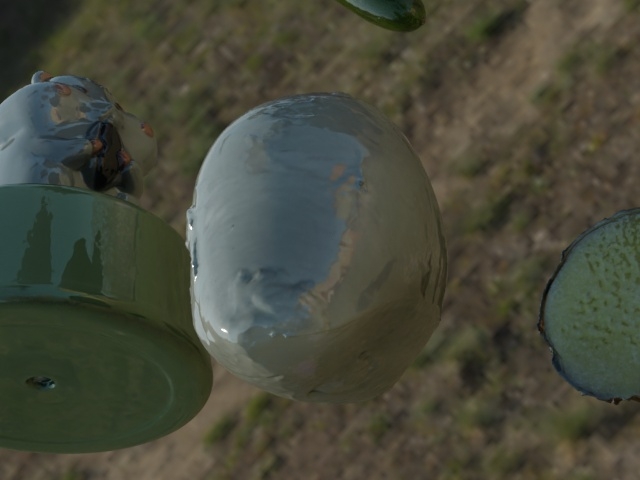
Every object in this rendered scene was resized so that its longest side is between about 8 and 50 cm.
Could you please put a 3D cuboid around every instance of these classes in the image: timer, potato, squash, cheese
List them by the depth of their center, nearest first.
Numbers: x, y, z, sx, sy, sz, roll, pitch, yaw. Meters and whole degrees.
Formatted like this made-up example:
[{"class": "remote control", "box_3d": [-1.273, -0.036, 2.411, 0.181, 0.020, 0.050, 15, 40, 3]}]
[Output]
[{"class": "cheese", "box_3d": [0.000, 0.000, 1.133, 0.154, 0.198, 0.189, -18, 70, 15]}, {"class": "potato", "box_3d": [0.286, 0.052, 1.517, 0.200, 0.164, 0.081, -29, -8, 29]}, {"class": "timer", "box_3d": [-0.231, -0.009, 1.600, 0.291, 0.291, 0.315, -29, 47, 41]}, {"class": "squash", "box_3d": [0.032, -0.311, 2.129, 0.069, 0.069, 0.258, -48, 48, -3]}]

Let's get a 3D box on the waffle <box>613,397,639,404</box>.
[{"class": "waffle", "box_3d": [0.486, 0.147, 1.768, 0.304, 0.348, 0.077, -21, 50, 47]}]
